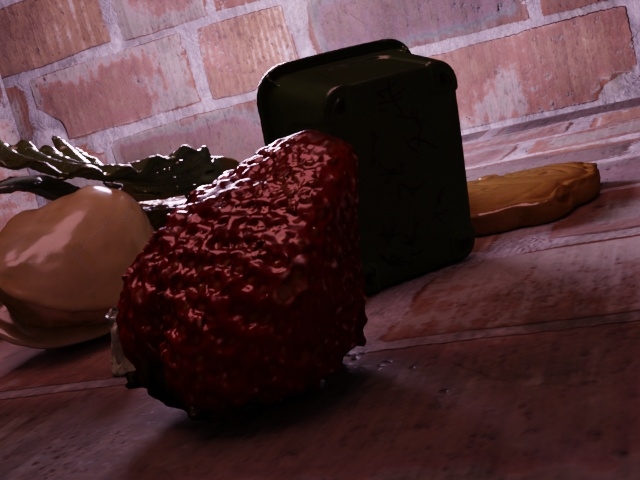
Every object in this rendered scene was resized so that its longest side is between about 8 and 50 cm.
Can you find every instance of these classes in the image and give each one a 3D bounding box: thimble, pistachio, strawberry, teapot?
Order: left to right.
[{"bbox_3d":[-0.524,0.019,1.502,0.271,0.270,0.150,-15,12,-3],"label":"thimble"},{"bbox_3d":[-0.373,0.043,1.292,0.238,0.229,0.321,23,31,14],"label":"pistachio"},{"bbox_3d":[-0.238,0.120,1.037,0.057,0.083,0.067,-7,9,13],"label":"teapot"},{"bbox_3d":[-0.075,0.035,0.826,0.261,0.257,0.261,-8,16,2],"label":"strawberry"}]

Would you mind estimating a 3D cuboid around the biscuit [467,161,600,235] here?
[{"bbox_3d":[0.317,-0.076,1.449,0.312,0.057,0.351,-3,15,46],"label":"biscuit"}]

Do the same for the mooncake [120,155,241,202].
[{"bbox_3d":[-0.300,-0.076,1.911,0.285,0.155,0.284,-14,-8,-2],"label":"mooncake"}]

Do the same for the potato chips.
[{"bbox_3d":[-0.370,-0.136,1.527,0.390,0.097,0.373,7,2,22],"label":"potato chips"}]

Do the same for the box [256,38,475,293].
[{"bbox_3d":[0.077,-0.094,1.162,0.253,0.328,0.178,-20,23,-24],"label":"box"}]

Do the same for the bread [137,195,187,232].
[{"bbox_3d":[-0.399,0.015,1.687,0.344,0.148,0.195,-10,16,2],"label":"bread"}]
